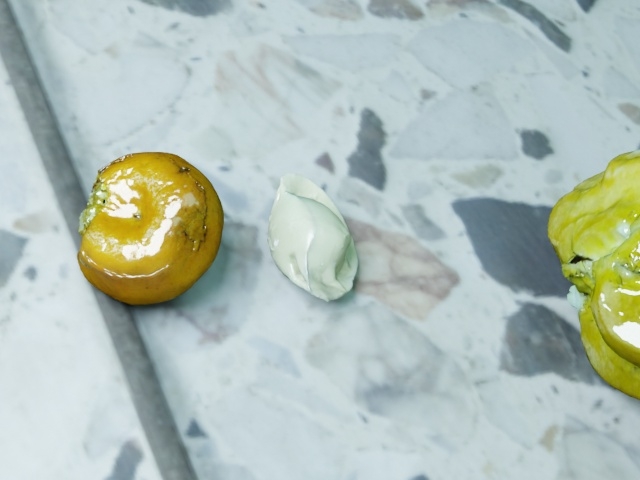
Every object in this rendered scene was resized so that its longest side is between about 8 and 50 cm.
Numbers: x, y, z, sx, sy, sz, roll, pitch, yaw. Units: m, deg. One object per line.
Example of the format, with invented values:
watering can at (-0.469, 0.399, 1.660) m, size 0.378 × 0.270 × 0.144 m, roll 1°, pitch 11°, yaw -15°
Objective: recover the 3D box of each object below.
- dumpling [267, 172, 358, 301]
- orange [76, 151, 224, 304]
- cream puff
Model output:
dumpling at (0.000, 0.001, 1.019) m, size 0.059 × 0.043 × 0.077 m, roll 8°, pitch 34°, yaw -41°
orange at (-0.091, -0.005, 0.964) m, size 0.086 × 0.062 × 0.086 m, roll -6°, pitch 69°, yaw 15°
cream puff at (0.257, 0.032, 1.037) m, size 0.221 × 0.194 × 0.194 m, roll 3°, pitch 54°, yaw -19°
